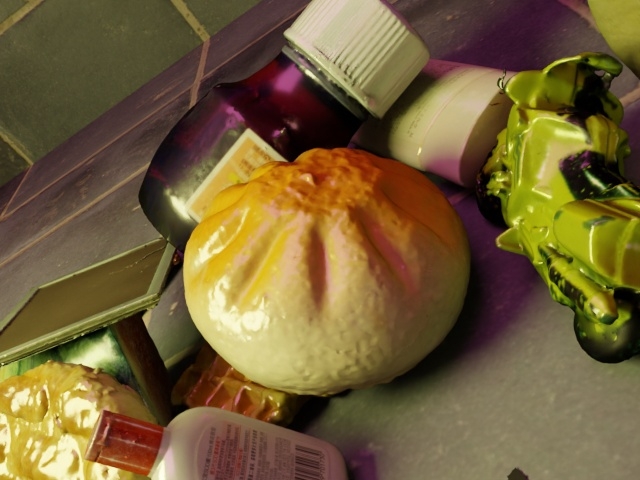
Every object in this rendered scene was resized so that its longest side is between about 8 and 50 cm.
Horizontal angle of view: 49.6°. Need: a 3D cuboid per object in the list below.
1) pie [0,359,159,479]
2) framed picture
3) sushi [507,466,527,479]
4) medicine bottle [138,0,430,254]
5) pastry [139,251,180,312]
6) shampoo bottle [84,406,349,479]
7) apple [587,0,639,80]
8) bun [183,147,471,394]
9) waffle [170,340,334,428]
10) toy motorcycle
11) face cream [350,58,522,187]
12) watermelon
[{"bbox_3d":[-0.259,0.282,0.652,0.339,0.083,0.340,-7,76,31],"label":"pie"},{"bbox_3d":[-0.281,0.066,0.835,0.231,0.018,0.293,-22,16,0],"label":"framed picture"},{"bbox_3d":[0.096,0.311,0.362,0.320,0.069,0.339,-44,30,-8],"label":"sushi"},{"bbox_3d":[-0.040,-0.150,0.914,0.395,0.242,0.242,-48,27,14],"label":"medicine bottle"},{"bbox_3d":[-0.301,0.068,1.145,0.087,0.063,0.169,-6,44,47],"label":"pastry"},{"bbox_3d":[-0.083,0.193,0.582,0.108,0.220,0.051,-85,21,-46],"label":"shampoo bottle"},{"bbox_3d":[0.370,-0.184,0.545,0.233,0.258,0.295,-26,31,17],"label":"apple"},{"bbox_3d":[0.000,0.000,0.698,0.298,0.165,0.299,-4,37,3],"label":"bun"},{"bbox_3d":[-0.048,0.137,0.773,0.219,0.057,0.229,0,46,47],"label":"waffle"},{"bbox_3d":[0.237,-0.052,0.627,0.142,0.206,0.342,3,29,-10],"label":"toy motorcycle"},{"bbox_3d":[0.153,-0.177,0.955,0.173,0.081,0.348,-47,30,-5],"label":"face cream"},{"bbox_3d":[-0.242,0.181,0.836,0.261,0.213,0.201,-9,20,37],"label":"watermelon"}]
